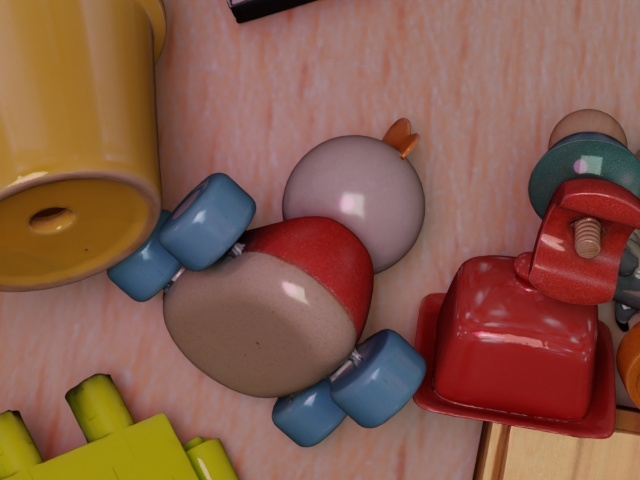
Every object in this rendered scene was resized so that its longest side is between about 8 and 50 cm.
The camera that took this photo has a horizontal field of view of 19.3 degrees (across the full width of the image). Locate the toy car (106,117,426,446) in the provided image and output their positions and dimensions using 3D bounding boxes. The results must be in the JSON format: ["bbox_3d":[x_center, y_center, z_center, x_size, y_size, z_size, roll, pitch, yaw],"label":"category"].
[{"bbox_3d":[0.000,0.000,1.489,0.219,0.210,0.238,43,61,-11],"label":"toy car"}]

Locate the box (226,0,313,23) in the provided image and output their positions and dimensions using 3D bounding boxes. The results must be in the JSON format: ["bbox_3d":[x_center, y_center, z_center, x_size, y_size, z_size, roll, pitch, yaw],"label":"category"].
[{"bbox_3d":[0.028,-0.301,1.506,0.261,0.103,0.184,-16,86,1],"label":"box"}]

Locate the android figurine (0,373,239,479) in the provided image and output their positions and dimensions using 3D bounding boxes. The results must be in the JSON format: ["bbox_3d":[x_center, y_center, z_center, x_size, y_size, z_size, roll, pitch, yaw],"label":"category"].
[{"bbox_3d":[-0.160,0.244,1.469,0.248,0.056,0.273,-23,75,-29],"label":"android figurine"}]

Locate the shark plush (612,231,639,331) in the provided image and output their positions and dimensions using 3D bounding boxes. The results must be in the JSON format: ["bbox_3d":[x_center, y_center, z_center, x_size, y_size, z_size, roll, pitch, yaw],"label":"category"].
[{"bbox_3d":[0.260,0.045,1.536,0.161,0.073,0.067,36,111,-18],"label":"shark plush"}]

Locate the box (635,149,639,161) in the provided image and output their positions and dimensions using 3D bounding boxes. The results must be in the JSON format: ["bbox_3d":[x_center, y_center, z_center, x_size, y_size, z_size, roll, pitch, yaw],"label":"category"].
[{"bbox_3d":[0.342,-0.041,1.499,0.170,0.091,0.130,41,91,1],"label":"box"}]

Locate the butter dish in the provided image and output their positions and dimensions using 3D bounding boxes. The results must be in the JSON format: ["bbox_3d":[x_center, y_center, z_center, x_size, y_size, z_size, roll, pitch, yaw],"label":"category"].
[{"bbox_3d":[0.157,0.062,1.458,0.160,0.160,0.118,9,124,2],"label":"butter dish"}]

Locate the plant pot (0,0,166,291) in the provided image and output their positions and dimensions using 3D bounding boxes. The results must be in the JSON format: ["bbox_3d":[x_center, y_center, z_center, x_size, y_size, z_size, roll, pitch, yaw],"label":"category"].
[{"bbox_3d":[-0.223,-0.104,1.397,0.254,0.254,0.239,-20,62,1],"label":"plant pot"}]

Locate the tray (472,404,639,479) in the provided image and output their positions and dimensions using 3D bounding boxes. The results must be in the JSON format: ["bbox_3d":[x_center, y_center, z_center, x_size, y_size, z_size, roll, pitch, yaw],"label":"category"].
[{"bbox_3d":[0.201,0.335,1.508,0.203,0.076,0.410,10,90,2],"label":"tray"}]

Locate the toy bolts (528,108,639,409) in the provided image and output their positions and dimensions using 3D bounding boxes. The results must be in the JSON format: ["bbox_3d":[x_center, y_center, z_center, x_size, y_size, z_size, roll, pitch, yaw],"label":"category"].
[{"bbox_3d":[0.255,-0.001,1.412,0.229,0.158,0.218,20,128,-8],"label":"toy bolts"}]
